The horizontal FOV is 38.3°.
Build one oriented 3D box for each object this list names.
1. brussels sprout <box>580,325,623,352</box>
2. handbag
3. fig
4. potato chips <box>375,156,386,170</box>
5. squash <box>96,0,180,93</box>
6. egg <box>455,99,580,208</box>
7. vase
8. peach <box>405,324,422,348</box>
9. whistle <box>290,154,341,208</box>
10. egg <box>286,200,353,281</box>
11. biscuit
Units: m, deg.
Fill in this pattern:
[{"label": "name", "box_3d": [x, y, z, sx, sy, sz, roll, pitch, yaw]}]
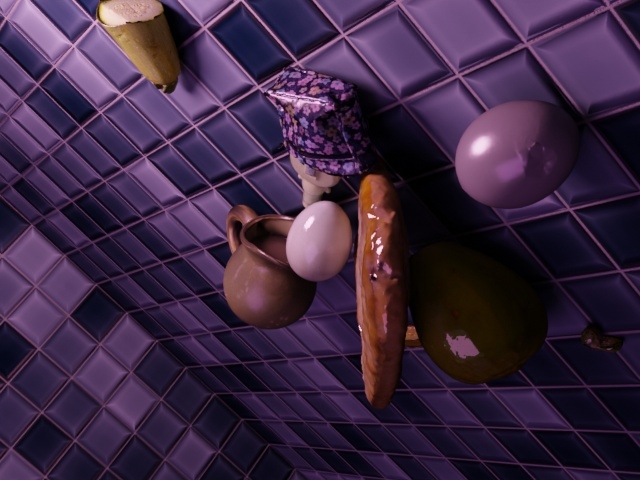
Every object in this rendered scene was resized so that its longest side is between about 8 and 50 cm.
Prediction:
[{"label": "brussels sprout", "box_3d": [0.585, 0.211, 1.922, 0.083, 0.046, 0.051, 27, 157, 18]}, {"label": "handbag", "box_3d": [0.010, -0.230, 1.823, 0.229, 0.127, 0.207, 18, 144, 37]}, {"label": "fig", "box_3d": [0.309, 0.144, 1.933, 0.326, 0.258, 0.258, 48, 153, 7]}, {"label": "potato chips", "box_3d": [0.054, -0.203, 1.929, 0.204, 0.026, 0.037, 32, 156, 8]}, {"label": "squash", "box_3d": [-0.355, -0.419, 2.006, 0.137, 0.137, 0.287, 18, 159, 32]}, {"label": "egg", "box_3d": [0.330, -0.144, 1.533, 0.176, 0.176, 0.232, 46, 150, -16]}, {"label": "vase", "box_3d": [-0.149, 0.041, 2.364, 0.329, 0.241, 0.302, 48, 148, 31]}, {"label": "peach", "box_3d": [0.238, 0.244, 2.370, 0.078, 0.050, 0.083, 12, 161, -2]}, {"label": "whistle", "box_3d": [-0.013, -0.146, 2.051, 0.126, 0.067, 0.258, 30, 154, 10]}, {"label": "egg", "box_3d": [0.000, 0.000, 2.109, 0.151, 0.151, 0.209, 30, 129, 14]}, {"label": "biscuit", "box_3d": [0.128, 0.064, 1.898, 0.104, 0.429, 0.446, -1, 146, -1]}]
